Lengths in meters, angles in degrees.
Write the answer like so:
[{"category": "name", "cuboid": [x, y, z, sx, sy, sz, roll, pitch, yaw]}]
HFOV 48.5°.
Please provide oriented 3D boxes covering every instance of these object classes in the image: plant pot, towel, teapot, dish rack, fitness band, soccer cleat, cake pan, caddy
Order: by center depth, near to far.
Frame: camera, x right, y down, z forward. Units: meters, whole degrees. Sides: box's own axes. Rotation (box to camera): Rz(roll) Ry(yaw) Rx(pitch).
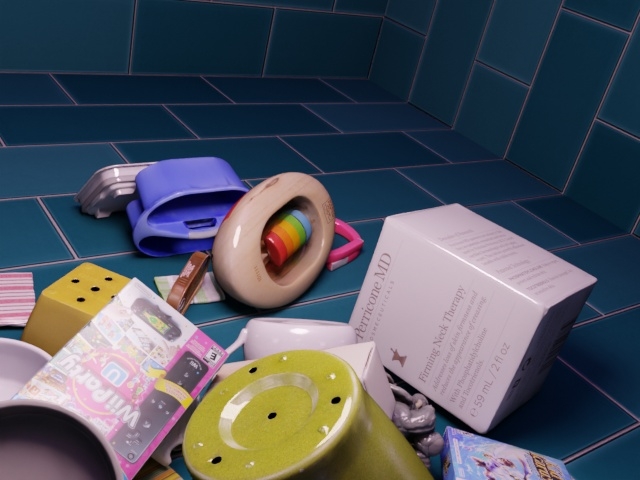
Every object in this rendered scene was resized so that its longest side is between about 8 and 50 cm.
[{"category": "plant pot", "cuboid": [-0.010, 0.351, 0.953, 0.367, 0.353, 0.366, -18, 27, 9]}, {"category": "cake pan", "cuboid": [-0.425, 0.373, 1.002, 0.293, 0.293, 0.054, 9, -13, -9]}, {"category": "towel", "cuboid": [-0.341, 0.384, 1.240, 0.237, 0.021, 0.102, 31, 27, 29]}, {"category": "soccer cleat", "cuboid": [-0.268, 0.344, 1.308, 0.076, 0.068, 0.196, 52, 20, -3]}, {"category": "plant pot", "cuboid": [-0.451, 0.171, 1.397, 0.212, 0.187, 0.212, 20, 29, 11]}, {"category": "teapot", "cuboid": [-0.049, 0.257, 1.446, 0.256, 0.187, 0.252, 3, -4, 27]}, {"category": "towel", "cuboid": [-0.695, 0.129, 1.533, 0.144, 0.029, 0.197, 0, 29, -24]}, {"category": "towel", "cuboid": [-0.320, 0.116, 1.731, 0.152, 0.023, 0.113, -3, 32, -28]}, {"category": "caddy", "cuboid": [-0.330, -0.074, 1.826, 0.341, 0.241, 0.179, -10, 55, -36]}, {"category": "dish rack", "cuboid": [-0.473, -0.135, 1.928, 0.333, 0.285, 0.072, -9, 80, -37]}, {"category": "fitness band", "cuboid": [0.000, 0.000, 2.059, 0.209, 0.054, 0.291, 29, 30, 26]}]

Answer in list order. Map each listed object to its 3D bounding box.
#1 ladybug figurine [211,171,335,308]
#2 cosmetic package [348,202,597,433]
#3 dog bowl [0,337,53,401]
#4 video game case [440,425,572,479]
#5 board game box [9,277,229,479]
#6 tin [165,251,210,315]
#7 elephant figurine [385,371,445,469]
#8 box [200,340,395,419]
[{"category": "ladybug figurine", "cuboid": [-0.121, -0.005, 1.795, 0.162, 0.305, 0.449, -3, 24, 37]}, {"category": "cosmetic package", "cuboid": [0.335, 0.155, 1.612, 0.394, 0.329, 0.327, 32, 26, 30]}, {"category": "dog bowl", "cuboid": [-0.578, 0.287, 1.213, 0.265, 0.104, 0.265, 11, 28, -6]}, {"category": "video game case", "cuboid": [0.351, 0.452, 1.309, 0.244, 0.061, 0.269, 18, 10, 3]}, {"category": "board game box", "cuboid": [-0.330, 0.243, 1.191, 0.224, 0.097, 0.303, 39, 48, -2]}, {"category": "tin", "cuboid": [-0.309, 0.104, 1.644, 0.040, 0.106, 0.189, 19, 43, 5]}, {"category": "elephant figurine", "cuboid": [0.139, 0.348, 1.418, 0.169, 0.186, 0.239, -23, 22, 1]}, {"category": "box", "cuboid": [-0.037, 0.290, 1.271, 0.311, 0.148, 0.121, -11, 21, 20]}]
